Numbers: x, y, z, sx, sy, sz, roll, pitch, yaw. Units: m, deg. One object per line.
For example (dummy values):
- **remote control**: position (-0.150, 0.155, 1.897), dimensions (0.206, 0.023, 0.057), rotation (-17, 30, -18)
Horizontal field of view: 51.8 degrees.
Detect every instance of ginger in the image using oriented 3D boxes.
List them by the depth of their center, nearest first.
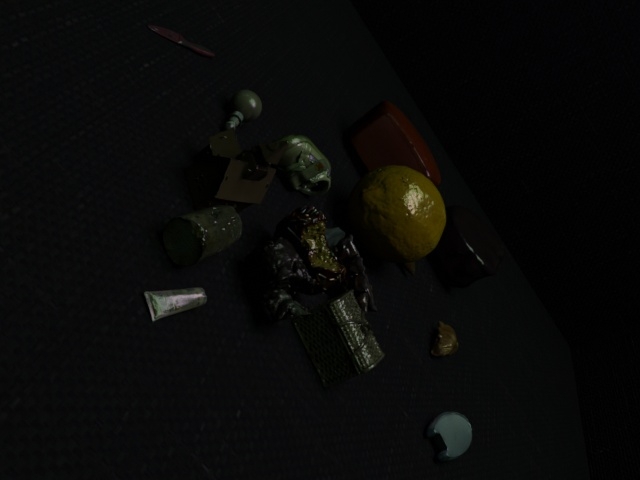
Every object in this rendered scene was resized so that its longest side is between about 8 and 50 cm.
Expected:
- **ginger**: position (0.444, 0.351, 2.333), dimensions (0.205, 0.081, 0.115), rotation (9, 89, -67)

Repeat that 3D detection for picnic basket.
- **picnic basket**: position (0.054, 0.242, 1.665), dimensions (0.134, 0.154, 0.196), rotation (-20, 84, -63)

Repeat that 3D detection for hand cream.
- **hand cream**: position (-0.288, 0.123, 1.313), dimensions (0.143, 0.039, 0.061), rotation (-6, 77, -52)

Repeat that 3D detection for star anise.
- **star anise**: position (0.086, 0.106, 1.902), dimensions (0.236, 0.109, 0.223), rotation (-100, 175, -53)

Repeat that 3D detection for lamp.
- **lamp**: position (-0.223, -0.346, 1.808), dimensions (0.091, 0.091, 0.163), rotation (49, 43, -24)

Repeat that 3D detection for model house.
- **model house**: position (-0.177, -0.190, 1.552), dimensions (0.181, 0.248, 0.176), rotation (5, 61, -60)

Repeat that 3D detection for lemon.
- **lemon**: position (0.247, -0.085, 2.137), dimensions (0.336, 0.336, 0.336), rotation (41, 34, -36)

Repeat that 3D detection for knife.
- **knife**: position (-0.373, -0.542, 1.785), dimensions (0.247, 0.018, 0.035), rotation (10, 60, -56)

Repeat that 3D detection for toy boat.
- **toy boat**: position (0.389, 0.604, 2.033), dimensions (0.208, 0.079, 0.134), rotation (-14, 70, -52)

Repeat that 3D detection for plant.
- **plant**: position (-0.094, 0.102, 1.548), dimensions (0.142, 0.131, 0.203), rotation (-14, 76, -49)

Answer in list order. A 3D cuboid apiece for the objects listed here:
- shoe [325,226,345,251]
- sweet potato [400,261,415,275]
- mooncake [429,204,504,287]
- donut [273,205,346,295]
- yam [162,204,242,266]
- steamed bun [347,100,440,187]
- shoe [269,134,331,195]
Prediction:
- **shoe**: position (0.000, 0.000, 1.905), dimensions (0.078, 0.079, 0.195), rotation (34, 28, 21)
- **sweet potato**: position (0.260, -0.038, 2.381), dimensions (0.108, 0.079, 0.345), rotation (73, -2, -71)
- **mooncake**: position (0.591, 0.027, 2.741), dimensions (0.381, 0.212, 0.350), rotation (1, 60, -57)
- **donut**: position (-0.043, 0.032, 1.648), dimensions (0.096, 0.216, 0.230), rotation (-22, 103, -34)
- **yam**: position (-0.247, -0.017, 1.432), dimensions (0.107, 0.107, 0.194), rotation (62, 26, -1)
- **steamed bun**: position (0.284, -0.322, 2.487), dimensions (0.379, 0.235, 0.248), rotation (57, 18, 4)
- **shoe**: position (-0.045, -0.221, 1.928), dimensions (0.262, 0.140, 0.128), rotation (30, 31, -56)
